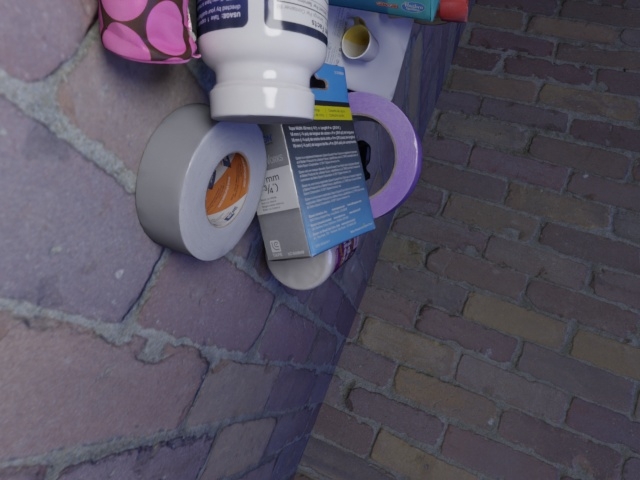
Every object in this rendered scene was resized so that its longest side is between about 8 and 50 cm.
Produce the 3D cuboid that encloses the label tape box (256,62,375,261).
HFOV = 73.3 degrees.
[{"bbox_3d":[-0.023,-0.153,0.808,0.241,0.106,0.333,-21,101,-54],"label":"label tape box"}]

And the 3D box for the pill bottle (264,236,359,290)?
[{"bbox_3d":[0.000,0.000,1.079,0.301,0.169,0.169,-35,140,-64],"label":"pill bottle"}]

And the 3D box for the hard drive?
[{"bbox_3d":[0.076,-0.422,0.889,0.319,0.040,0.210,-5,114,-49],"label":"hard drive"}]

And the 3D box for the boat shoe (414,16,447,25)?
[{"bbox_3d":[0.229,-0.620,1.013,0.110,0.122,0.341,71,-5,-52],"label":"boat shoe"}]

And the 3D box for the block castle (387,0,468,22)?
[{"bbox_3d":[0.198,-0.606,0.677,0.453,0.213,0.303,34,62,-70],"label":"block castle"}]

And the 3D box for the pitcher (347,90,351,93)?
[{"bbox_3d":[0.117,-0.463,1.043,0.207,0.125,0.177,-37,143,-45],"label":"pitcher"}]

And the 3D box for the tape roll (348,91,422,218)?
[{"bbox_3d":[0.083,-0.180,0.958,0.090,0.275,0.274,-19,126,-71],"label":"tape roll"}]

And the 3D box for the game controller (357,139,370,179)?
[{"bbox_3d":[0.093,-0.221,1.359,0.319,0.067,0.166,-40,131,-61],"label":"game controller"}]

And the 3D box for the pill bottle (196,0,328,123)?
[{"bbox_3d":[-0.066,-0.274,0.498,0.153,0.153,0.264,-24,118,-68],"label":"pill bottle"}]

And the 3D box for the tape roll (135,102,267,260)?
[{"bbox_3d":[-0.163,-0.083,0.630,0.219,0.072,0.219,19,90,-73],"label":"tape roll"}]

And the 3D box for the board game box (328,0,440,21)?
[{"bbox_3d":[0.039,-0.455,0.549,0.336,0.254,0.079,56,54,-70],"label":"board game box"}]

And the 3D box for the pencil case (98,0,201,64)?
[{"bbox_3d":[-0.157,-0.279,0.402,0.098,0.095,0.209,-8,124,-32],"label":"pencil case"}]

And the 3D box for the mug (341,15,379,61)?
[{"bbox_3d":[0.086,-0.387,0.839,0.064,0.062,0.078,-8,124,-57],"label":"mug"}]
